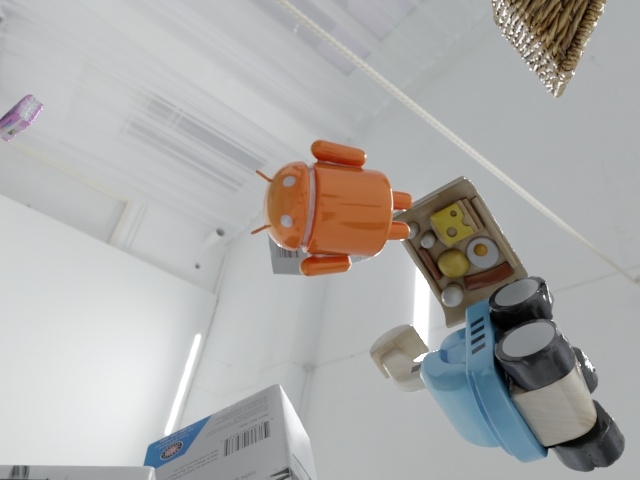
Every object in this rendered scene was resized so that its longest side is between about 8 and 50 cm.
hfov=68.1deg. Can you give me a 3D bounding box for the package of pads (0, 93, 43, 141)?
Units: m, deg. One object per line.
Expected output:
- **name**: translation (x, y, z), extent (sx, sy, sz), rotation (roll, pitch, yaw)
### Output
- **package of pads**: translation (-0.485, -0.196, 0.760), extent (0.083, 0.032, 0.050), rotation (-16, -134, 33)

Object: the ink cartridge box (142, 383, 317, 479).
- **ink cartridge box**: translation (-0.147, 0.458, 0.754), extent (0.285, 0.166, 0.395), rotation (-25, -160, -1)

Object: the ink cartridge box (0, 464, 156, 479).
- **ink cartridge box**: translation (-0.204, 0.203, 0.313), extent (0.060, 0.180, 0.104), rotation (-95, -170, -55)

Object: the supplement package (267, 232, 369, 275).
- **supplement package**: translation (0.000, 0.000, 0.921), extent (0.105, 0.179, 0.105), rotation (-3, -84, 43)

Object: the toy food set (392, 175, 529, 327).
- **toy food set**: translation (0.307, 0.032, 1.084), extent (0.219, 0.306, 0.092), rotation (-31, -175, 29)

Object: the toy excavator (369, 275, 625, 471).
- **toy excavator**: translation (0.270, 0.252, 0.932), extent (0.445, 0.222, 0.433), rotation (-28, -168, 24)

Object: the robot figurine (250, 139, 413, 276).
- **robot figurine**: translation (0.015, -0.040, 0.659), extent (0.128, 0.219, 0.158), rotation (-100, -160, -47)

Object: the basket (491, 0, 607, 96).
- **basket**: translation (0.443, -0.411, 0.818), extent (0.213, 0.223, 0.299), rotation (-37, 171, 23)
